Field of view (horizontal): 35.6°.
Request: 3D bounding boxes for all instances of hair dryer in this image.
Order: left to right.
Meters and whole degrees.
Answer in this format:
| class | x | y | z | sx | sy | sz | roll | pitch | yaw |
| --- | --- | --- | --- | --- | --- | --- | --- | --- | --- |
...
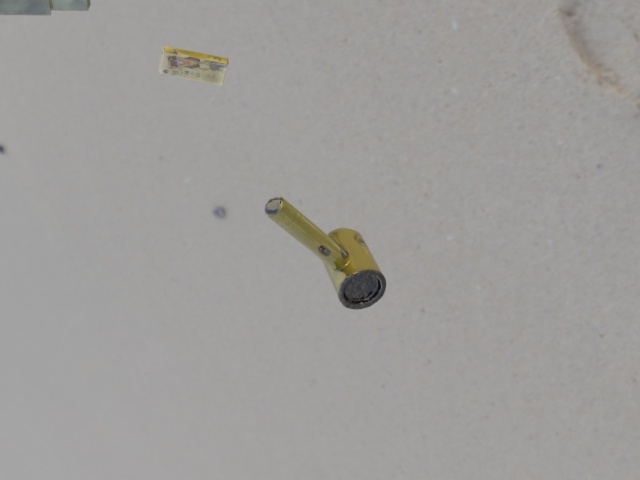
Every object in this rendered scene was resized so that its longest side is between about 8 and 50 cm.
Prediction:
| class | x | y | z | sx | sy | sz | roll | pitch | yaw |
| --- | --- | --- | --- | --- | --- | --- | --- | --- | --- |
| hair dryer | 0.000 | 0.000 | 1.712 | 0.279 | 0.090 | 0.135 | 40 | -162 | -41 |

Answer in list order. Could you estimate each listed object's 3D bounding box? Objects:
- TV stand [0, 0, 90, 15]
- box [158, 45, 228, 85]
| class | x | y | z | sx | sy | sz | roll | pitch | yaw |
| --- | --- | --- | --- | --- | --- | --- | --- | --- | --- |
| TV stand | -0.486 | -0.375 | 1.552 | 0.042 | 0.249 | 0.036 | -96 | 7 | -49 |
| box | -0.282 | -0.387 | 2.211 | 0.073 | 0.149 | 0.020 | 113 | 163 | -52 |
